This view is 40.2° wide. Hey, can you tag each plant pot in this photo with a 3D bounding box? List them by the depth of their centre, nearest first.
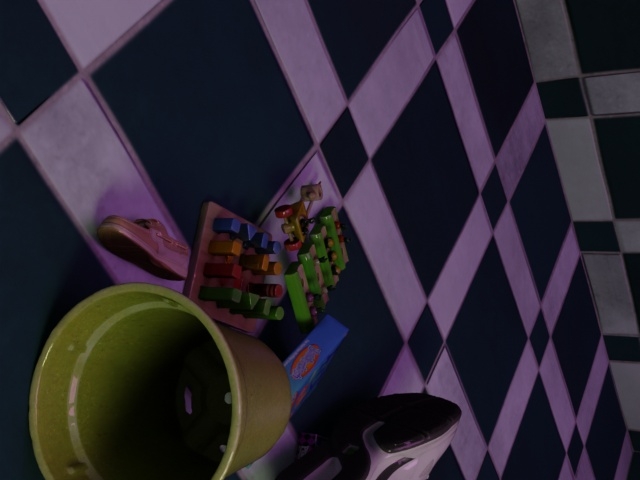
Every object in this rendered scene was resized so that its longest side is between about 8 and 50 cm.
[{"bbox_3d":[-0.165,0.200,1.077,0.254,0.276,0.276,21,73,-66],"label":"plant pot"}]

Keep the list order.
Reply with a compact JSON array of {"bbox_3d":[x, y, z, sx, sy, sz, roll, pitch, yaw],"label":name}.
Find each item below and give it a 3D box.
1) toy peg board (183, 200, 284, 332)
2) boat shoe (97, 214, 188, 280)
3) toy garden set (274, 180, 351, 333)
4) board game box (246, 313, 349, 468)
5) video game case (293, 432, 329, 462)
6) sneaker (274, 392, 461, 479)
[{"bbox_3d":[-0.110,0.043,1.291,0.161,0.079,0.161,31,65,-53],"label":"toy peg board"},{"bbox_3d":[-0.227,-0.001,1.136,0.170,0.063,0.059,46,50,-58],"label":"boat shoe"},{"bbox_3d":[0.000,0.000,1.424,0.244,0.049,0.204,-60,140,-58],"label":"toy garden set"},{"bbox_3d":[-0.049,0.228,1.333,0.210,0.047,0.160,-43,164,-47],"label":"board game box"},{"bbox_3d":[0.018,0.459,1.516,0.232,0.041,0.210,34,62,-51],"label":"video game case"},{"bbox_3d":[0.086,0.439,1.473,0.447,0.169,0.258,-22,116,-47],"label":"sneaker"}]
